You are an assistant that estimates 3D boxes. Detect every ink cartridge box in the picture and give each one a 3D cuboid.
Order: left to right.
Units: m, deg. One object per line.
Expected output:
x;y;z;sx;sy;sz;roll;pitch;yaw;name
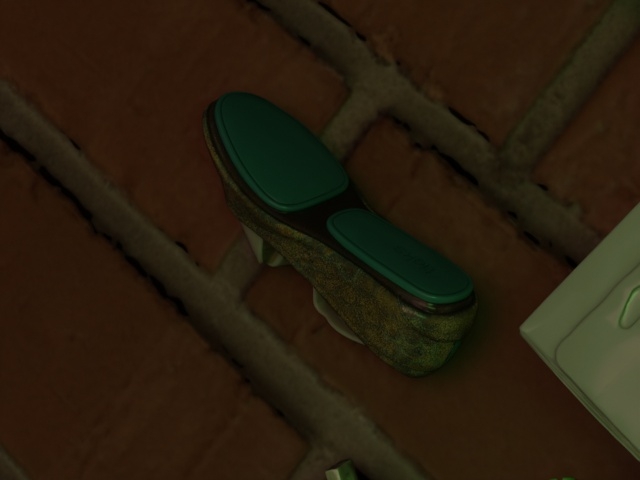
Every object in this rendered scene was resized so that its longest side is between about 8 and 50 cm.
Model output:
0.298;0.085;1.483;0.171;0.232;0.168;-48;61;9;ink cartridge box

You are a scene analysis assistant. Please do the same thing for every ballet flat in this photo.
0.000;0.000;1.738;0.348;0.123;0.123;41;98;31;ballet flat

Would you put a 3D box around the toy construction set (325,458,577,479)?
0.142;0.260;1.529;0.327;0.215;0.151;1;77;27;toy construction set
